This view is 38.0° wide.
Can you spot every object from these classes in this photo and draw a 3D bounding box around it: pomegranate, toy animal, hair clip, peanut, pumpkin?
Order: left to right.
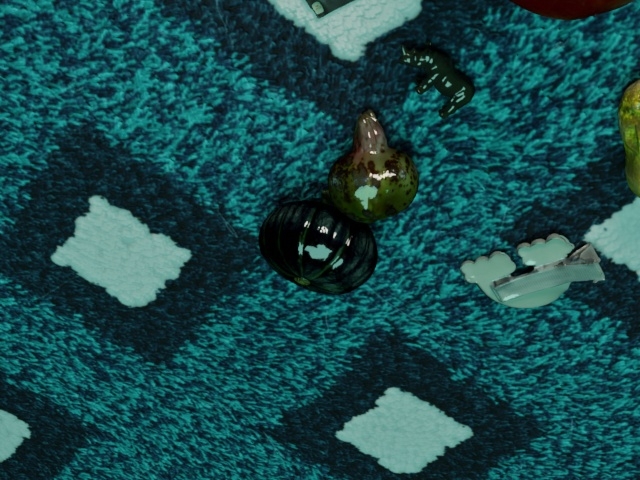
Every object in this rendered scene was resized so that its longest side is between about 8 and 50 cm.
[{"bbox_3d":[-0.004,0.012,1.487,0.194,0.150,0.194,24,139,23],"label":"pumpkin"},{"bbox_3d":[0.077,-0.102,1.394,0.138,0.126,0.163,-5,128,10],"label":"pomegranate"},{"bbox_3d":[0.163,-0.235,1.322,0.135,0.047,0.065,40,120,-20],"label":"toy animal"},{"bbox_3d":[0.354,0.061,1.534,0.220,0.054,0.140,-19,128,27],"label":"hair clip"},{"bbox_3d":[0.471,-0.142,1.319,0.087,0.087,0.207,-9,130,17],"label":"peanut"}]

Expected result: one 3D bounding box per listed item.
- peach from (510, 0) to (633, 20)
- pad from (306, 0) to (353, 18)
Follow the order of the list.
[{"bbox_3d":[0.280,-0.370,1.066,0.274,0.245,0.248,39,151,-15],"label":"peach"},{"bbox_3d":[0.048,-0.383,1.243,0.193,0.004,0.116,-21,123,25],"label":"pad"}]
